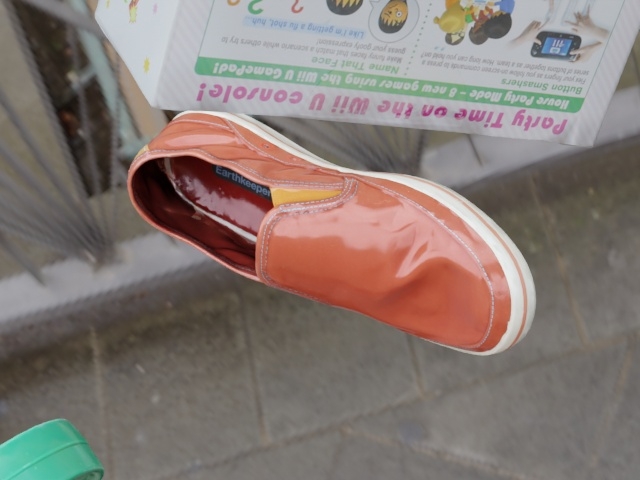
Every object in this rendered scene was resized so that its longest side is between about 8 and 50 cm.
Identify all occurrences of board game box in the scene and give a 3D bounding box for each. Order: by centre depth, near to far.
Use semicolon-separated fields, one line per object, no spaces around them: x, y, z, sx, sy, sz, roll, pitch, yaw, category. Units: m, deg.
0.055;-0.196;0.646;0.097;0.224;0.303;53;132;50;board game box

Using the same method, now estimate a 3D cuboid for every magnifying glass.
-0.133;0.121;0.522;0.092;0.231;0.026;-33;78;-39;magnifying glass

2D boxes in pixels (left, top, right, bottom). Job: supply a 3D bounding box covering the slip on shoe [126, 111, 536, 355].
0.000;0.000;1.135;0.331;0.123;0.101;25;37;26;slip on shoe
